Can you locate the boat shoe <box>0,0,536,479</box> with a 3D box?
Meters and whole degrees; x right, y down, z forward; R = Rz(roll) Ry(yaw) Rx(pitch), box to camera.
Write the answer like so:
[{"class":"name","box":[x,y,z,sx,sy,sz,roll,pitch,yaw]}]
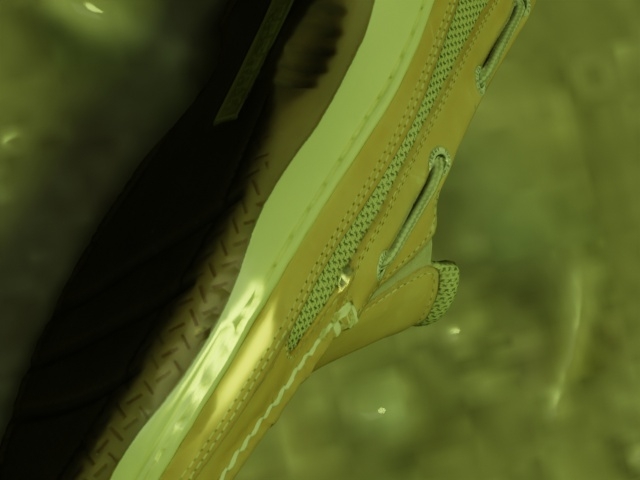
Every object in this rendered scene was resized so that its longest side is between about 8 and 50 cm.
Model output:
[{"class":"boat shoe","box":[0.000,0.000,0.401,0.072,0.068,0.190,38,70,-27]}]
